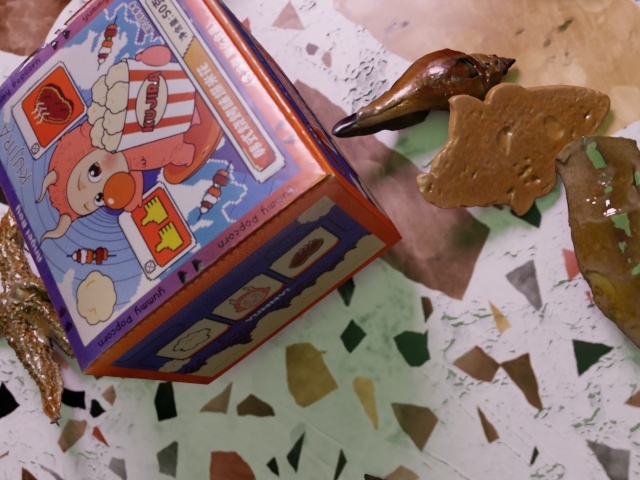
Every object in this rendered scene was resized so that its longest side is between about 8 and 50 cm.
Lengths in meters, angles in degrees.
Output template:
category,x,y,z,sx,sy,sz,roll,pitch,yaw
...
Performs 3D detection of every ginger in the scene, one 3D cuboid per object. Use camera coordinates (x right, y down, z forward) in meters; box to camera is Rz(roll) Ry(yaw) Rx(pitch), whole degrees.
category,x,y,z,sx,sy,sz,roll,pitch,yaw
ginger,0.340,0.011,0.751,0.116,0.109,0.263,-29,75,38

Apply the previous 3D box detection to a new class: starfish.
category,x,y,z,sx,sy,sz,roll,pitch,yaw
starfish,-0.396,0.123,0.956,0.293,0.084,0.302,29,88,18

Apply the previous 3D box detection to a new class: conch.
category,x,y,z,sx,sy,sz,roll,pitch,yaw
conch,0.125,-0.184,0.840,0.232,0.086,0.080,-14,81,12

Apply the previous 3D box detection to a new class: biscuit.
category,x,y,z,sx,sy,sz,roll,pitch,yaw
biscuit,0.226,-0.112,0.810,0.250,0.035,0.163,-25,106,-1

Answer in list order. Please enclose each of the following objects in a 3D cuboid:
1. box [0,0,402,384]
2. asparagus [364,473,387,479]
category,x,y,z,sx,sy,sz,roll,pitch,yaw
box,-0.152,-0.067,0.790,0.318,0.257,0.349,-37,66,11
asparagus,0.149,0.345,0.814,0.232,0.023,0.022,32,49,16
